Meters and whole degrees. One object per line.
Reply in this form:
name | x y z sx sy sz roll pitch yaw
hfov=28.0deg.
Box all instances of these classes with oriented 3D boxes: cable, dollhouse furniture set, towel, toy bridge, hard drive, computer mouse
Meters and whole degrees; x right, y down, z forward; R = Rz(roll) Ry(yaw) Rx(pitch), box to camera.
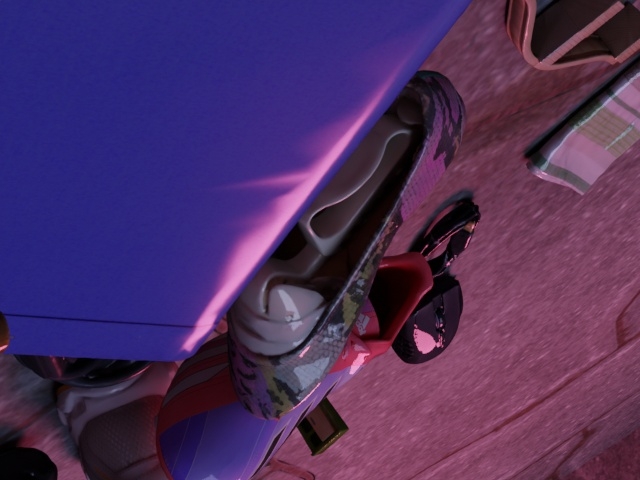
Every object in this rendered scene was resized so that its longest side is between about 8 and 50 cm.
cable | -0.101 0.024 0.707 0.150 0.047 0.184 -36 162 -15
dollhouse furniture set | -0.047 0.150 1.030 0.076 0.058 0.151 -45 157 25
towel | 0.231 -0.094 0.960 0.152 0.023 0.113 -42 159 19
toy bridge | 0.145 -0.128 0.752 0.063 0.026 0.188 -39 159 19
hard drive | -0.071 -0.062 0.479 0.210 0.040 0.319 7 138 -35
computer mouse | 0.098 0.043 1.038 0.071 0.041 0.242 -27 158 -16

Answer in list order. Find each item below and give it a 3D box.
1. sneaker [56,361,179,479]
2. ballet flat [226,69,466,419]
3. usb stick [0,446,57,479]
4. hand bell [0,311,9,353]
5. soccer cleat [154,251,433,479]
sneaker | -0.113 0.174 0.881 0.099 0.121 0.262 -21 157 -4
ballet flat | 0.000 0.000 0.702 0.221 0.077 0.079 -57 155 11
usb stick | -0.252 0.229 0.917 0.077 0.045 0.278 -15 153 -37
hand bell | -0.222 0.054 0.453 0.242 0.126 0.126 -10 149 -44
soccer cleat | -0.013 0.074 0.815 0.095 0.083 0.248 -32 -177 37
